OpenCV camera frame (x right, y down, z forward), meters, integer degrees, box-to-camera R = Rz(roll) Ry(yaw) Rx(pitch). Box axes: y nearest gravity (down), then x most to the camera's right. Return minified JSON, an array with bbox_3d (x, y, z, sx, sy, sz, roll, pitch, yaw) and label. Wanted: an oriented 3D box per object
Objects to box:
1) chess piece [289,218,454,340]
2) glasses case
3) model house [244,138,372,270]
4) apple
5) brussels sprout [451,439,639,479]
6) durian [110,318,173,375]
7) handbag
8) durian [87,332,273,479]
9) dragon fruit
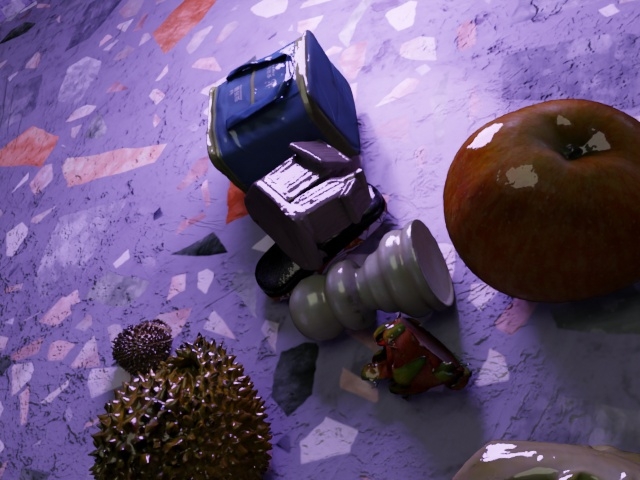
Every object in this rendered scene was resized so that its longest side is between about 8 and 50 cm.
[{"bbox_3d":[0.064,0.080,1.178,0.251,0.144,0.145,-24,47,23],"label":"chess piece"},{"bbox_3d":[0.000,0.000,1.321,0.266,0.067,0.103,-38,46,1],"label":"glasses case"},{"bbox_3d":[-0.018,-0.077,1.261,0.188,0.122,0.229,-41,48,-9],"label":"model house"},{"bbox_3d":[0.321,-0.062,1.030,0.309,0.250,0.277,-32,45,4],"label":"apple"},{"bbox_3d":[0.266,0.348,0.758,0.327,0.247,0.328,-15,51,19],"label":"brussels sprout"},{"bbox_3d":[-0.344,0.192,1.401,0.140,0.071,0.111,-19,48,27],"label":"durian"},{"bbox_3d":[-0.071,-0.234,1.443,0.241,0.222,0.263,-26,48,21],"label":"handbag"},{"bbox_3d":[-0.201,0.291,1.119,0.258,0.258,0.293,13,54,39],"label":"durian"},{"bbox_3d":[0.135,0.171,1.078,0.175,0.138,0.142,-46,-5,36],"label":"dragon fruit"}]
